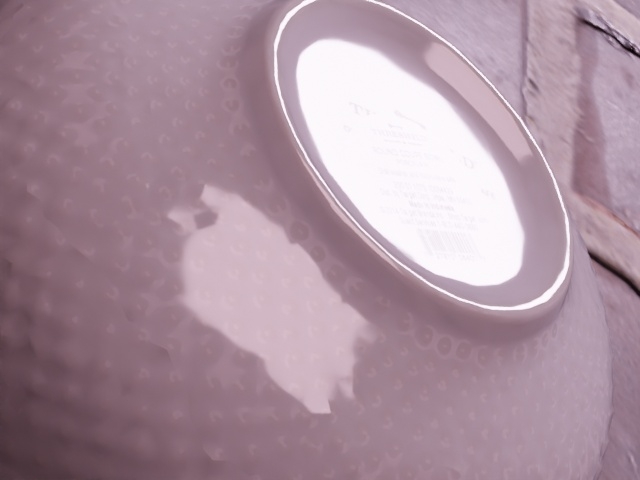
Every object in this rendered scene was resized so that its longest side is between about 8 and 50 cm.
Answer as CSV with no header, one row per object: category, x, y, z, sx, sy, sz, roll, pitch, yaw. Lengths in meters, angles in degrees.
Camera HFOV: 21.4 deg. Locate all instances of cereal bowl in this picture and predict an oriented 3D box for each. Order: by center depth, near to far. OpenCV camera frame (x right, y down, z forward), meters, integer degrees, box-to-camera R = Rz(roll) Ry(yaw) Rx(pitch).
cereal bowl,0.000,0.000,0.701,0.339,0.141,0.339,29,38,-26
